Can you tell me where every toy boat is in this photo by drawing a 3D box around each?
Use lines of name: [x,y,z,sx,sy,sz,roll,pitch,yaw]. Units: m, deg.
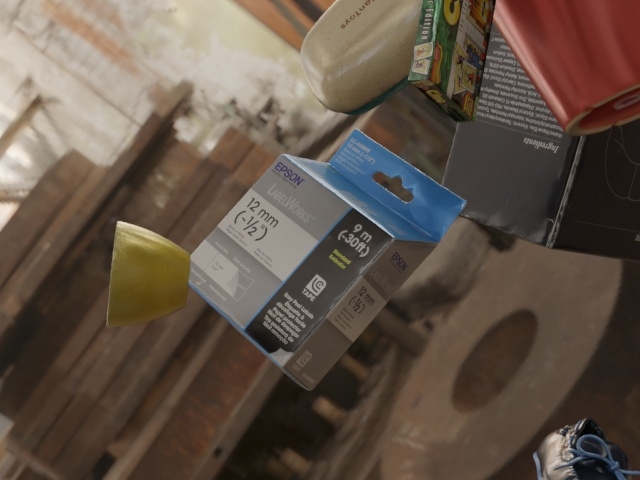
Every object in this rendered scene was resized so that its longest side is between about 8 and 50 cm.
toy boat: [0.082,-0.314,1.621,0.267,0.148,0.318,-38,42,12]

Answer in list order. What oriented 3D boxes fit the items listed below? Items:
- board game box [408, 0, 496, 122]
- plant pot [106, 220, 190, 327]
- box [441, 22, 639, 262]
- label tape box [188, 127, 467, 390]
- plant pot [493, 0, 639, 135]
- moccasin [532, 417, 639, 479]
board game box: [0.159,-0.277,1.316,0.030,0.136,0.259,4,78,34]
plant pot: [-0.214,0.047,1.472,0.134,0.095,0.134,-174,90,-82]
box: [0.512,-0.218,2.008,0.297,0.480,0.471,23,101,51]
label tape box: [0.000,0.000,1.667,0.347,0.249,0.115,-50,-35,-3]
plant pot: [0.376,-0.290,1.582,0.275,0.243,0.275,-19,-12,-4]
moccasin: [0.379,0.326,1.667,0.117,0.138,0.342,-47,10,7]
